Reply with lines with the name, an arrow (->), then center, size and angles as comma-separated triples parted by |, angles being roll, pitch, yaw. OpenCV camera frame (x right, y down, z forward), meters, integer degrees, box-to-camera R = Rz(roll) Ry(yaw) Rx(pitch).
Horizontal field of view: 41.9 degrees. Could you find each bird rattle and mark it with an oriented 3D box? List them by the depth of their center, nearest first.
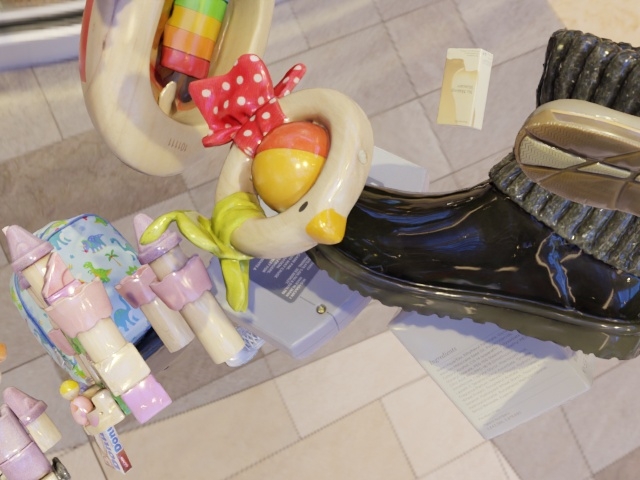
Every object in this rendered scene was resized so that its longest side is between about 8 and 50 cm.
bird rattle -> -0.037, -0.062, 0.752 | 0.143, 0.207, 0.253 | 47, 52, -38

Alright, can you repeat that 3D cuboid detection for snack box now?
snack box -> -0.384, 0.327, 1.462 | 0.022, 0.064, 0.178 | -37, 121, -37

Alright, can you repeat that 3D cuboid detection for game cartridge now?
game cartridge -> 0.000, 0.000, 1.064 | 0.198, 0.062, 0.297 | 30, 69, 23

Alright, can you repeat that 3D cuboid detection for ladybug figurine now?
ladybug figurine -> -0.212, -0.319, 1.201 | 0.305, 0.162, 0.449 | 16, 94, -55

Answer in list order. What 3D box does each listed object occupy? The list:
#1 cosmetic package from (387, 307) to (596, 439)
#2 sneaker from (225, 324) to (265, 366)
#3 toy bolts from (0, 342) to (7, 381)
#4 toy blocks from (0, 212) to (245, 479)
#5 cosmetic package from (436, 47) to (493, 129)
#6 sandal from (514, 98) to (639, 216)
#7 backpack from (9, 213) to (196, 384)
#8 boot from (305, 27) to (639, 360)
cosmetic package -> 0.207, 0.097, 0.975 | 0.183, 0.151, 0.151 | 49, 34, -5
sneaker -> -0.131, 0.185, 1.717 | 0.071, 0.083, 0.190 | 44, 87, -2
toy bolts -> -0.738, 0.245, 1.626 | 0.218, 0.228, 0.158 | -9, 76, -36
toy blocks -> -0.303, 0.095, 0.980 | 0.309, 0.289, 0.260 | -36, 101, -22
cosmetic package -> 0.213, -0.224, 1.238 | 0.041, 0.060, 0.115 | 4, 94, -53
sandal -> 0.177, -0.032, 0.398 | 0.180, 0.072, 0.049 | 21, 60, -10
backpack -> -0.454, 0.121, 1.690 | 0.356, 0.273, 0.290 | 39, 47, 15
boot -> 0.164, -0.063, 0.735 | 0.348, 0.131, 0.260 | 14, 118, 9
